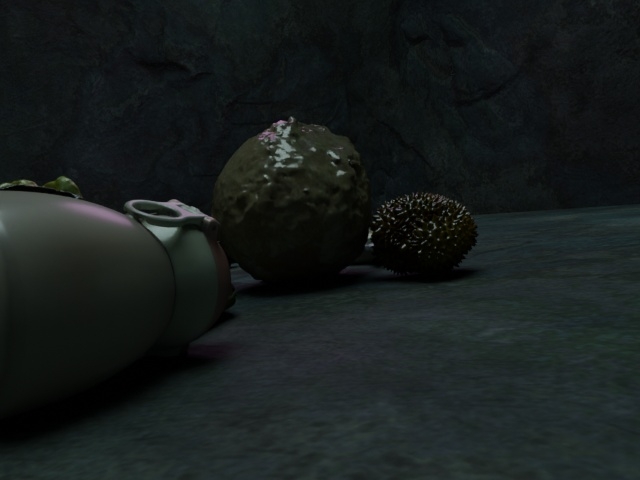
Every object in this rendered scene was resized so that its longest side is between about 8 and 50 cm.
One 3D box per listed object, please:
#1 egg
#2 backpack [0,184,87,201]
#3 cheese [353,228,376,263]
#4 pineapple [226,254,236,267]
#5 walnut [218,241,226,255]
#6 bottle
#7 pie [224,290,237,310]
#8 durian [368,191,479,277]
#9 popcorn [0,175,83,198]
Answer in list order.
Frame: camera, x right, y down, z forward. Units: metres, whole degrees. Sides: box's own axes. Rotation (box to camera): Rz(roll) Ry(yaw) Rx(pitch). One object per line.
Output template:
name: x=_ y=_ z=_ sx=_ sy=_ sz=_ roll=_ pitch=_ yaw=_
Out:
egg: x=-0.042 y=-0.057 z=0.919 sx=0.279 sy=0.279 sz=0.310 roll=-5 pitch=18 yaw=14
backpack: x=-0.489 y=0.025 z=0.811 sx=0.283 sy=0.197 sz=0.317 roll=-3 pitch=5 yaw=26
cheese: x=0.100 y=0.012 z=1.124 sx=0.137 sy=0.064 sz=0.227 roll=-10 pitch=2 yaw=-7
pineapple: x=-0.272 y=0.033 z=1.310 sx=0.103 sy=0.083 sz=0.221 roll=-4 pitch=1 yaw=26
walnut: x=-0.254 y=0.045 z=0.990 sx=0.211 sy=0.087 sz=0.167 roll=-2 pitch=-2 yaw=32
bottle: x=-0.166 y=0.037 z=0.443 sx=0.148 sy=0.147 sz=0.236 roll=-4 pitch=0 yaw=34
pie: x=-0.246 y=0.073 z=0.664 sx=0.303 sy=0.066 sz=0.302 roll=-7 pitch=4 yaw=1
durian: x=0.150 y=-0.010 z=0.843 sx=0.158 sy=0.136 sz=0.168 roll=19 pitch=25 yaw=29
popcorn: x=-0.560 y=0.003 z=1.132 sx=0.195 sy=0.256 sz=0.255 roll=18 pitch=61 yaw=43
